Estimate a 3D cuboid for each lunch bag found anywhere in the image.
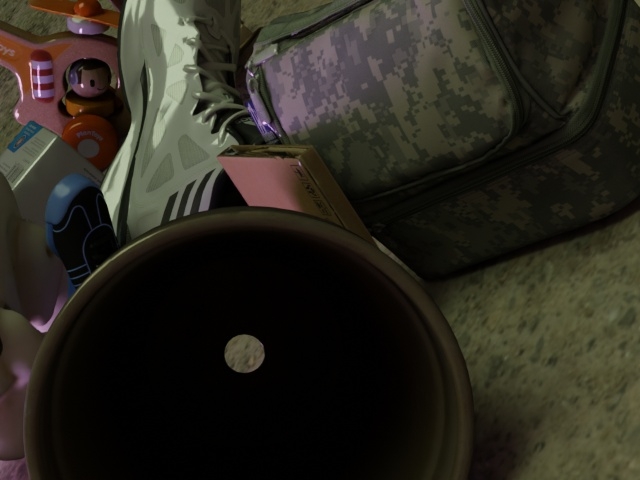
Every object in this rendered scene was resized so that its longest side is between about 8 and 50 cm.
[{"bbox_3d":[0.112,-0.133,1.334,0.305,0.256,0.212,-21,36,46],"label":"lunch bag"}]

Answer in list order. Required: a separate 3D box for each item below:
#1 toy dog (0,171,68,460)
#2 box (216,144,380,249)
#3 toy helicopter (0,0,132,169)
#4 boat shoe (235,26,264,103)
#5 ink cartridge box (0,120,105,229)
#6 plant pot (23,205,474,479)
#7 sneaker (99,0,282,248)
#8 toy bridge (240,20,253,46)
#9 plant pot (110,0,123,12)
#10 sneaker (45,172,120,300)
[{"bbox_3d":[-0.416,0.077,1.684,0.408,0.285,0.395,-90,2,-68],"label":"toy dog"},{"bbox_3d":[0.000,0.000,1.390,0.021,0.201,0.164,-42,21,-20],"label":"box"},{"bbox_3d":[-0.402,-0.274,2.242,0.235,0.355,0.140,-56,19,27],"label":"toy helicopter"},{"bbox_3d":[-0.129,-0.200,2.011,0.285,0.089,0.104,-23,35,42],"label":"boat shoe"},{"bbox_3d":[-0.374,-0.009,2.037,0.232,0.168,0.171,-51,25,-5],"label":"ink cartridge box"},{"bbox_3d":[-0.056,0.117,1.247,0.323,0.323,0.280,-46,8,4],"label":"plant pot"},{"bbox_3d":[-0.105,-0.156,1.775,0.257,0.169,0.447,0,78,45],"label":"sneaker"},{"bbox_3d":[-0.141,-0.302,2.251,0.063,0.026,0.188,-48,25,7],"label":"toy bridge"},{"bbox_3d":[-0.212,-0.459,2.413,0.230,0.215,0.215,-42,22,-20],"label":"plant pot"},{"bbox_3d":[-0.237,0.036,1.714,0.090,0.232,0.081,25,46,33],"label":"sneaker"}]
